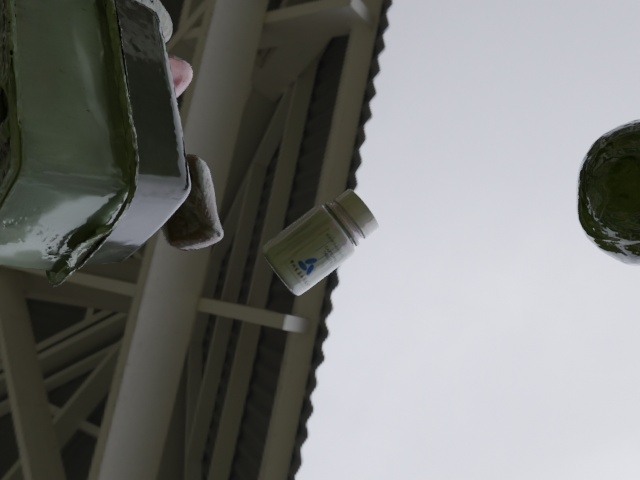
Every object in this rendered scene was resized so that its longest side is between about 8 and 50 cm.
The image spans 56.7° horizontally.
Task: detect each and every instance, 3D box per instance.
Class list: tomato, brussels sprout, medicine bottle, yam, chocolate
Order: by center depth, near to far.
[{"bbox_3d":[0.509,-0.071,0.849,0.272,0.219,0.210,-4,-134,14],"label":"brussels sprout"},{"bbox_3d":[-0.339,-0.325,1.214,0.166,0.174,0.082,-4,-90,47],"label":"tomato"},{"bbox_3d":[-0.425,-0.539,1.381,0.107,0.194,0.107,-2,-101,13],"label":"yam"},{"bbox_3d":[-0.351,-0.103,1.522,0.157,0.080,0.253,-14,-98,1],"label":"chocolate"},{"bbox_3d":[0.000,0.000,1.581,0.293,0.170,0.170,-38,-126,-3],"label":"medicine bottle"}]

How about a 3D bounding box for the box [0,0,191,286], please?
[{"bbox_3d":[-0.253,-0.117,0.593,0.221,0.166,0.290,-34,-119,40],"label":"box"}]
